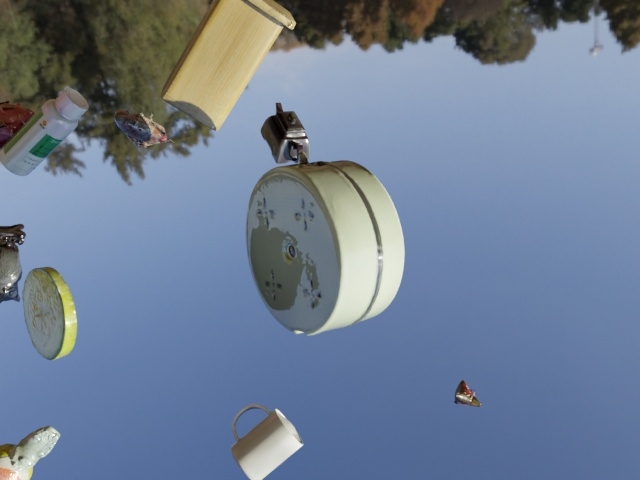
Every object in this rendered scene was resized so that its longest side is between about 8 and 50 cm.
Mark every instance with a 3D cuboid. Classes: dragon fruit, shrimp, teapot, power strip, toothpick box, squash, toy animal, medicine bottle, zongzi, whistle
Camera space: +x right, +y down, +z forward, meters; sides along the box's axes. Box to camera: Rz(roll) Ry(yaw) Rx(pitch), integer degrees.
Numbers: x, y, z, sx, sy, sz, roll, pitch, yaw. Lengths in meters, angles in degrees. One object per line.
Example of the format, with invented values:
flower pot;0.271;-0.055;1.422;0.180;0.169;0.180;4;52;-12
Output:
dragon fruit;-0.831;-0.304;1.766;0.166;0.133;0.136;-20;-167;25
shrimp;-0.438;-0.275;1.659;0.190;0.075;0.073;14;-142;-54
teapot;-0.076;-0.257;1.568;0.087;0.096;0.177;-8;-128;-25
power strip;0.000;0.000;1.322;0.161;0.357;0.357;-11;-161;-36
toothpick box;-0.220;-0.427;1.507;0.188;0.308;0.190;29;-163;-21
squash;-0.631;0.166;1.536;0.219;0.219;0.041;12;-162;42
toy animal;-0.835;0.059;1.739;0.121;0.210;0.117;-1;-166;-22
medicine bottle;-0.689;-0.271;1.656;0.260;0.095;0.095;-38;-165;20
zongzi;0.385;0.412;1.725;0.074;0.067;0.083;24;-176;10
whistle;-0.719;0.525;1.581;0.223;0.123;0.123;-37;-158;6

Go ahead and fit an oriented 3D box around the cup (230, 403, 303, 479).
cup;-0.125;0.434;1.452;0.133;0.099;0.136;-40;-131;-4
